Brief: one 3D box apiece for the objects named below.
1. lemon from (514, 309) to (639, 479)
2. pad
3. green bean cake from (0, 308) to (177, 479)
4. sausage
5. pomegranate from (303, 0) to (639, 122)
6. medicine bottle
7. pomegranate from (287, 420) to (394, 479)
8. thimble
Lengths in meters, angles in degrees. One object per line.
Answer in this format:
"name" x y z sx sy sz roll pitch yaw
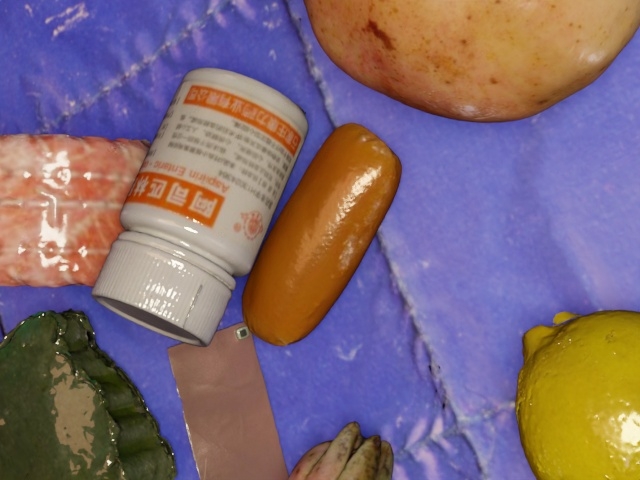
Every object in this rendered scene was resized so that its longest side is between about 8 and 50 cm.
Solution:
"lemon" 0.245 0.144 0.936 0.173 0.173 0.206 -46 69 20
"pad" -0.097 0.190 1.220 0.113 0.006 0.187 -20 80 26
"green bean cake" -0.305 0.228 1.265 0.255 0.132 0.241 -42 70 20
"sausage" 0.000 0.000 1.125 0.098 0.098 0.238 36 103 25
"pomegranate" 0.119 -0.264 0.936 0.338 0.338 0.338 -1 88 29
"medicine bottle" -0.117 -0.032 1.121 0.145 0.144 0.252 14 76 29
"pomegranate" -0.011 0.329 1.036 0.285 0.285 0.340 7 69 29
"thimble" -0.291 -0.029 1.209 0.239 0.239 0.162 1 92 29
